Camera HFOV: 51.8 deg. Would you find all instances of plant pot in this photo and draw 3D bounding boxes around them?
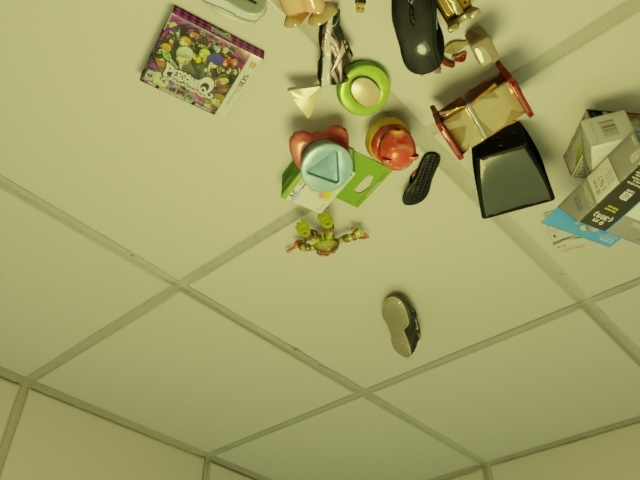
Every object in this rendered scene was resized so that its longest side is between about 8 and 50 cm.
[{"bbox_3d":[0.484,-0.195,1.713,0.188,0.187,0.167,-15,125,17],"label":"plant pot"}]

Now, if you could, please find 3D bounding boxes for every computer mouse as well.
[{"bbox_3d":[0.157,-0.473,1.365,0.184,0.060,0.262,-1,102,21],"label":"computer mouse"}]

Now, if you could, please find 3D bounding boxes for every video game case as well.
[{"bbox_3d":[-0.282,-0.413,1.563,0.232,0.042,0.210,23,133,-23],"label":"video game case"}]

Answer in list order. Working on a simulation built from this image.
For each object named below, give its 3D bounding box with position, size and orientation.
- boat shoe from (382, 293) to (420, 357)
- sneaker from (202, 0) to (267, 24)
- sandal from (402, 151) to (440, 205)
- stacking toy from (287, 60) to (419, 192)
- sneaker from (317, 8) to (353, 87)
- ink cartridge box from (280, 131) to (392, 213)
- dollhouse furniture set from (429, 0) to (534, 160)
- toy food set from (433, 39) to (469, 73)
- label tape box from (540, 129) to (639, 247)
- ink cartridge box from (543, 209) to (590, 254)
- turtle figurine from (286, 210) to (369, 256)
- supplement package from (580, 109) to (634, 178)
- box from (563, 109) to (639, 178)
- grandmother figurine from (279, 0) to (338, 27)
[{"bbox_3d":[0.294,0.283,2.338,0.112,0.095,0.335,23,145,31],"label":"boat shoe"},{"bbox_3d":[-0.238,-0.531,1.394,0.258,0.094,0.091,29,166,-11],"label":"sneaker"},{"bbox_3d":[0.281,-0.174,1.842,0.067,0.040,0.179,11,124,-20],"label":"sandal"},{"bbox_3d":[0.074,-0.262,1.589,0.308,0.130,0.280,-18,123,-1],"label":"stacking toy"},{"bbox_3d":[0.037,-0.439,1.502,0.077,0.072,0.178,-3,126,-12],"label":"sneaker"},{"bbox_3d":[0.047,-0.159,1.811,0.255,0.097,0.189,22,134,-22],"label":"ink cartridge box"},{"bbox_3d":[0.306,-0.397,1.503,0.201,0.152,0.374,-30,112,17],"label":"dollhouse furniture set"},{"bbox_3d":[0.291,-0.431,1.556,0.122,0.019,0.078,-14,135,3],"label":"toy food set"},{"bbox_3d":[0.742,-0.080,1.592,0.240,0.106,0.334,17,134,-17],"label":"label tape box"},{"bbox_3d":[0.749,-0.021,1.989,0.104,0.060,0.180,-18,136,19],"label":"ink cartridge box"},{"bbox_3d":[0.000,0.000,1.961,0.269,0.087,0.217,-8,157,15],"label":"turtle figurine"},{"bbox_3d":[0.705,-0.207,1.610,0.105,0.105,0.179,-13,135,14],"label":"supplement package"},{"bbox_3d":[0.808,-0.240,1.718,0.289,0.087,0.169,5,138,-4],"label":"box"},{"bbox_3d":[-0.082,-0.597,1.313,0.207,0.104,0.342,-1,138,21],"label":"grandmother figurine"}]
